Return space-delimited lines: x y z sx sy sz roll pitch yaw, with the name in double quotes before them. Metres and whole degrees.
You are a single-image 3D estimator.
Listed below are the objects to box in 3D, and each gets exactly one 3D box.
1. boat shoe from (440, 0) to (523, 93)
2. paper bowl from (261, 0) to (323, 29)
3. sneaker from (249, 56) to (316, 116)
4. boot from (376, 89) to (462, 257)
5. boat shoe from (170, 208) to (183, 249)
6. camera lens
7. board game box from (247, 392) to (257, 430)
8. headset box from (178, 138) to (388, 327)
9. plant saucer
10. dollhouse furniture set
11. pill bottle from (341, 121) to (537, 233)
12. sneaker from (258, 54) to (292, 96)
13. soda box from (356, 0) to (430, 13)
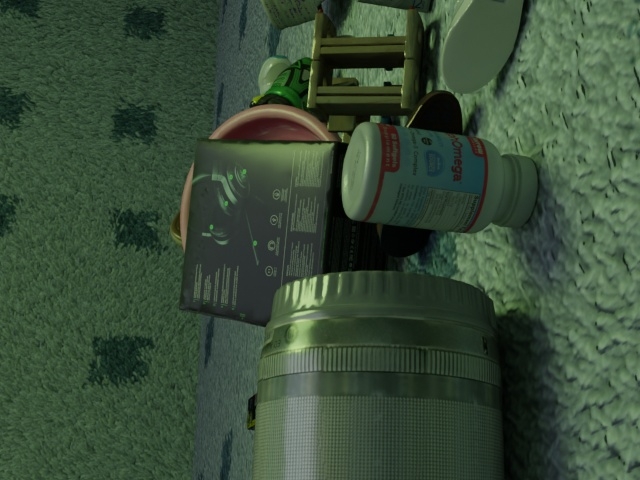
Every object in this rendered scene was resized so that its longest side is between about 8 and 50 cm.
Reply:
"boat shoe" 0.161 -0.235 0.868 0.063 0.066 0.184 -79 -1 -63
"paper bowl" -0.048 -0.521 1.559 0.284 0.148 0.284 -14 -90 -83
"sneaker" -0.043 -0.223 1.657 0.146 0.134 0.343 -49 0 -12
"boot" 0.098 -0.095 1.020 0.106 0.082 0.219 -103 21 -48
"boat shoe" -0.163 -0.045 1.689 0.302 0.109 0.098 -38 -27 -44
"camera lens" 0.050 0.184 0.790 0.219 0.219 0.274 132 142 -68
"board game box" -0.017 0.231 1.225 0.170 0.141 0.048 132 141 -68
"headset box" -0.057 -0.008 1.220 0.283 0.131 0.246 5 90 40
"plant saucer" -0.067 -0.037 1.373 0.332 0.084 0.332 -2 86 34
"dollhouse furniture set" 0.073 -0.207 1.169 0.183 0.129 0.129 30 -116 -72
"pill bottle" 0.105 -0.052 0.797 0.087 0.160 0.087 -174 90 -77
"sneaker" -0.088 -0.277 1.909 0.092 0.087 0.229 -121 31 -58
"soda box" 0.075 -0.387 1.215 0.286 0.098 0.091 -109 27 -62
